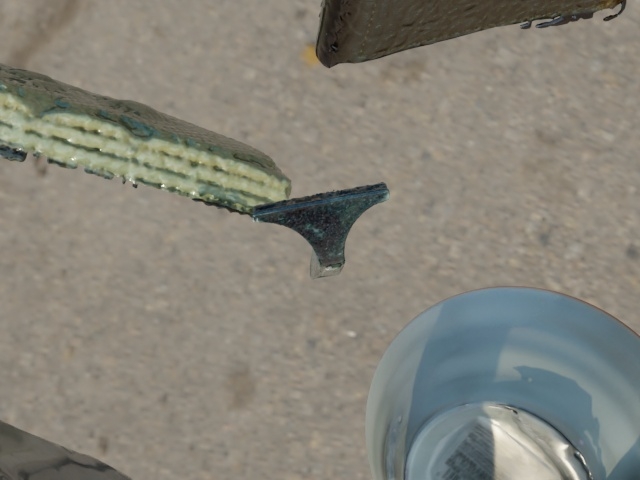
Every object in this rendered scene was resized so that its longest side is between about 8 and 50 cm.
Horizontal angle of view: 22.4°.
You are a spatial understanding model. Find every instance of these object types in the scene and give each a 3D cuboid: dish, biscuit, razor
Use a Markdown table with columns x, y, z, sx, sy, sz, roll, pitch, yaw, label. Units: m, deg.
| x | y | z | sx | sy | sz | roll | pitch | yaw | label |
| --- | --- | --- | --- | --- | --- | --- | --- | --- | --- |
| 0.137 | 0.168 | 1.149 | 0.260 | 0.085 | 0.260 | 7 | 109 | 22 | dish |
| -0.150 | -0.073 | 1.036 | 0.150 | 0.252 | 0.052 | -143 | 71 | -69 | biscuit |
| 0.001 | 0.006 | 0.844 | 0.066 | 0.190 | 0.033 | -10 | 82 | -2 | razor |

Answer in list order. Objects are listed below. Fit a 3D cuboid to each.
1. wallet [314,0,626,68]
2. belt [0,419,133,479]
| x | y | z | sx | sy | sz | roll | pitch | yaw | label |
| --- | --- | --- | --- | --- | --- | --- | --- | --- | --- |
| 0.069 | -0.146 | 0.539 | 0.243 | 0.133 | 0.039 | 99 | 152 | -61 | wallet |
| -0.121 | 0.113 | 0.482 | 0.139 | 0.230 | 0.126 | -32 | 59 | 10 | belt |
